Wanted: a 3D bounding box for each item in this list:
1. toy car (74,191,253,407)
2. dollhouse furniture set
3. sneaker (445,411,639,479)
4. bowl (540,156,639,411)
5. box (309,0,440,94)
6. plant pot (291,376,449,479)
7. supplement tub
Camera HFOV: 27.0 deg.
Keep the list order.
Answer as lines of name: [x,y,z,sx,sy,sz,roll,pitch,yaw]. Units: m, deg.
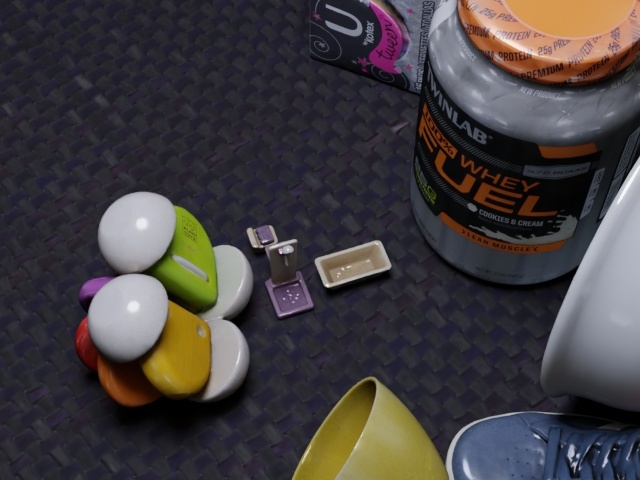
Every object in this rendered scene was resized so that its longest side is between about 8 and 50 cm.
toy car: [-0.149,0.059,1.150,0.136,0.159,0.182,-20,54,31]
dollhouse furniture set: [0.000,0.000,1.205,0.114,0.081,0.091,-16,61,-10]
sneaker: [0.277,0.186,1.058,0.350,0.148,0.131,8,59,4]
bowl: [0.305,0.027,1.063,0.134,0.298,0.298,30,63,21]
box: [0.078,-0.287,1.283,0.142,0.247,0.163,21,61,13]
plant pot: [0.046,0.192,1.077,0.095,0.134,0.134,34,61,-9]
supplement tub: [0.180,-0.114,1.140,0.194,0.316,0.193,0,59,0]
